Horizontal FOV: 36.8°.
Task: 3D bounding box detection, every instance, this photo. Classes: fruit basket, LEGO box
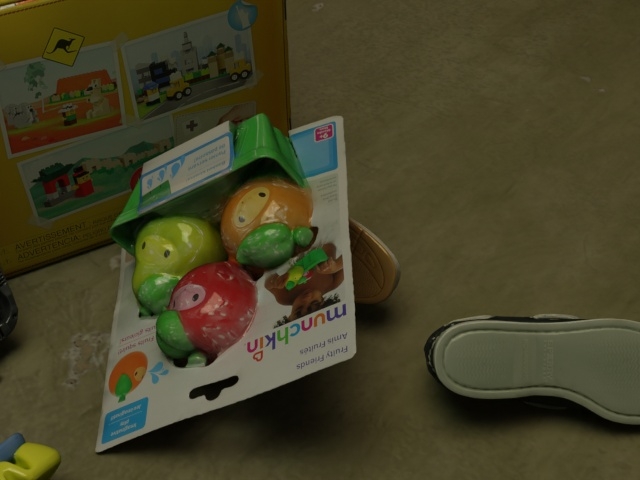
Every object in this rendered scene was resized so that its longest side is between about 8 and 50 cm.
[{"bbox_3d":[-0.115,0.030,1.069,0.327,0.165,0.353,-23,39,22],"label":"fruit basket"},{"bbox_3d":[-0.296,-0.199,1.244,0.500,0.372,0.193,-20,43,-22],"label":"LEGO box"}]

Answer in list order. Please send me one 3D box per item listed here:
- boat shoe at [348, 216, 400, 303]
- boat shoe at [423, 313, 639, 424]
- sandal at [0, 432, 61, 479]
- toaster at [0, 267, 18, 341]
[{"bbox_3d":[0.000,0.000,1.212,0.277,0.098,0.096,27,11,34],"label":"boat shoe"},{"bbox_3d":[0.264,0.130,1.047,0.302,0.114,0.091,11,0,-5],"label":"boat shoe"},{"bbox_3d":[-0.390,0.264,0.863,0.138,0.126,0.317,41,41,6],"label":"sandal"},{"bbox_3d":[-0.449,0.054,1.089,0.146,0.227,0.129,4,36,33],"label":"toaster"}]
